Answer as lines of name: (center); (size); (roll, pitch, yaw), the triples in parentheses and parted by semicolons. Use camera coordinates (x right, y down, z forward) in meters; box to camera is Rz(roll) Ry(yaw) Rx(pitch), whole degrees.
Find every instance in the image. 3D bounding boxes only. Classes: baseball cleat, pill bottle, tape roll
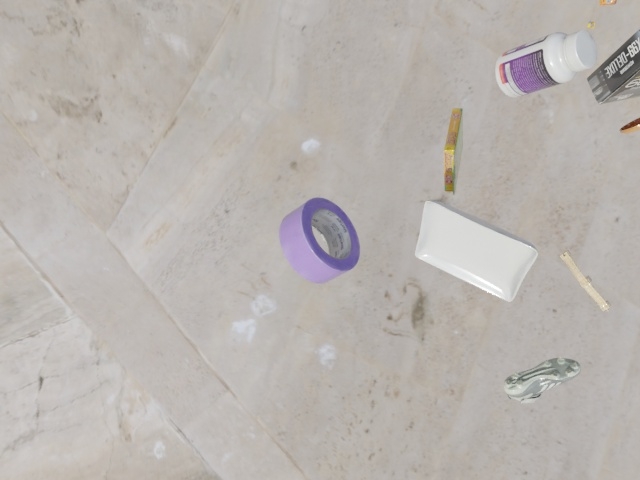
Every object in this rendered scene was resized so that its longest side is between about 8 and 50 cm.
baseball cleat: (0.601, 0.379, 1.617); (0.206, 0.072, 0.109); (-18, 130, 17)
pill bottle: (0.488, -0.385, 1.299); (0.108, 0.193, 0.108); (2, 86, -34)
tape roll: (0.000, 0.000, 1.399); (0.189, 0.080, 0.189); (26, 48, -33)

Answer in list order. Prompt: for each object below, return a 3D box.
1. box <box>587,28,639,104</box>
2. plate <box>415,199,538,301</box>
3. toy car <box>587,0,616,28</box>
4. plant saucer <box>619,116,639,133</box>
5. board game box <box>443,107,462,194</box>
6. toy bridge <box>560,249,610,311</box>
box: (0.779, -0.409, 1.289); (0.307, 0.242, 0.076); (-13, 74, -17)
plate: (0.374, 0.020, 1.465); (0.277, 0.278, 0.045); (27, 65, 18)
toy car: (0.923, -0.752, 1.967); (0.040, 0.060, 0.122); (-16, 129, -34)
plant saucer: (0.692, -0.253, 1.296); (0.083, 0.083, 0.013); (-31, 96, -18)
board game box: (0.356, -0.239, 1.599); (0.039, 0.124, 0.259); (1, 38, 15)
toy bridge: (0.705, 0.110, 1.591); (0.026, 0.063, 0.188); (-40, 77, 24)
